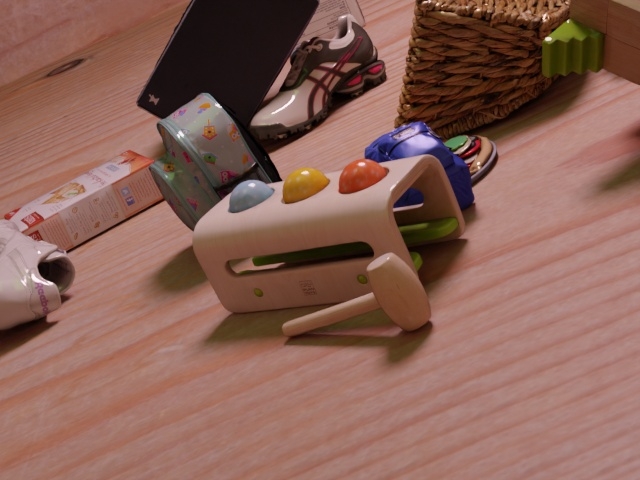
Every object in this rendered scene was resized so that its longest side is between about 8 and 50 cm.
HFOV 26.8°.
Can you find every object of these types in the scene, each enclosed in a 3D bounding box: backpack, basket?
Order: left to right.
[{"bbox_3d":[-0.140,-0.091,1.741,0.144,0.188,0.166,-28,20,-10],"label":"backpack"},{"bbox_3d":[0.109,-0.085,1.537,0.098,0.101,0.120,-23,39,-14],"label":"backpack"},{"bbox_3d":[0.227,-0.248,1.852,0.214,0.223,0.299,10,25,4],"label":"basket"}]

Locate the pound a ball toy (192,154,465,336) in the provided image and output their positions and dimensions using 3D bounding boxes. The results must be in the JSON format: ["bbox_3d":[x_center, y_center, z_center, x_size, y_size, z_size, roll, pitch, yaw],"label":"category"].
[{"bbox_3d":[0.000,0.000,1.424,0.319,0.135,0.208,-9,25,39],"label":"pound a ball toy"}]

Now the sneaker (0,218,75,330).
[{"bbox_3d":[-0.414,0.048,1.866,0.152,0.114,0.305,-12,23,-6],"label":"sneaker"}]

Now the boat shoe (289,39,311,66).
[{"bbox_3d":[-0.017,-0.303,2.329,0.083,0.065,0.183,-33,22,-27],"label":"boat shoe"}]

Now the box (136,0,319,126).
[{"bbox_3d":[-0.143,-0.334,2.203,0.296,0.183,0.294,-58,10,18],"label":"box"}]

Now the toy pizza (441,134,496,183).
[{"bbox_3d":[0.119,-0.087,1.660,0.201,0.032,0.201,-21,20,8],"label":"toy pizza"}]

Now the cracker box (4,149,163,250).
[{"bbox_3d":[-0.366,-0.055,2.097,0.232,0.067,0.156,-31,20,-15],"label":"cracker box"}]

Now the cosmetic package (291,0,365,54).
[{"bbox_3d":[-0.044,-0.537,2.601,0.160,0.309,0.113,-21,20,7],"label":"cosmetic package"}]

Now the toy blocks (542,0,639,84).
[{"bbox_3d":[0.460,-0.262,1.449,0.261,0.190,0.381,32,58,32],"label":"toy blocks"}]

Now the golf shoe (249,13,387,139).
[{"bbox_3d":[-0.022,-0.253,2.131,0.273,0.120,0.105,-38,25,-30],"label":"golf shoe"}]
